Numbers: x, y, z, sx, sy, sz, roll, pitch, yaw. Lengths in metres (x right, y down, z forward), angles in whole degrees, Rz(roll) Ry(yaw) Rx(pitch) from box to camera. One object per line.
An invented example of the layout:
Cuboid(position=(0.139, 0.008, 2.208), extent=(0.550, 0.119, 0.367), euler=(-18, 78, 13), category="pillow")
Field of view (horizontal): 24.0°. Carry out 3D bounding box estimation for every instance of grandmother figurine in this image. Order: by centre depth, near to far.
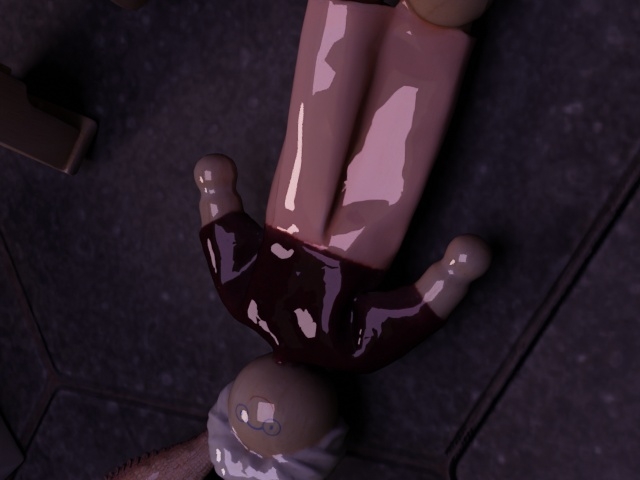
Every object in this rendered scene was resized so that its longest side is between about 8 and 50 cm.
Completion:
Cuboid(position=(0.000, 0.000, 0.919), extent=(0.207, 0.104, 0.343), euler=(25, 108, 38), category="grandmother figurine")

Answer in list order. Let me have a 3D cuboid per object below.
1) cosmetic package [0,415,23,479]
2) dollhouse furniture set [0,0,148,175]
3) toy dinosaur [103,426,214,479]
Cuboid(position=(-0.383, 0.125, 1.119), extent=(0.138, 0.224, 0.224), euler=(-41, 74, 29), category="cosmetic package")
Cuboid(position=(-0.203, -0.191, 1.032), extent=(0.212, 0.161, 0.242), euler=(23, 87, 30), category="dollhouse furniture set")
Cuboid(position=(-0.126, 0.242, 1.029), extent=(0.200, 0.127, 0.296), euler=(11, 97, 40), category="toy dinosaur")
